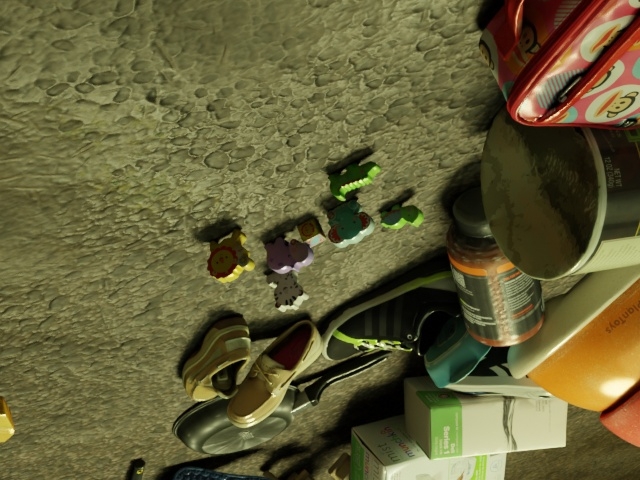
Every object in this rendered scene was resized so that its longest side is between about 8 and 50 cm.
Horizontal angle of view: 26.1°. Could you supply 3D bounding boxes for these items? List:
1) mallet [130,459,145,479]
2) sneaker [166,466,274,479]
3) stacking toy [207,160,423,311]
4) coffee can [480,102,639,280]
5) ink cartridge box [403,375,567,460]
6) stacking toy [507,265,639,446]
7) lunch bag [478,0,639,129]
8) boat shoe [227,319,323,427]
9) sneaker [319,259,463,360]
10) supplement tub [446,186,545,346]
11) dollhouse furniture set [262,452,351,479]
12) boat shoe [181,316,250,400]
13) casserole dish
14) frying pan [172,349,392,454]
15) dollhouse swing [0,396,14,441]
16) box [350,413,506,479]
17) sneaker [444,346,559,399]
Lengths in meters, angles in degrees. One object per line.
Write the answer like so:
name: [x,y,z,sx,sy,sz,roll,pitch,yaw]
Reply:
mallet: [-0.299,0.389,2.141,0.062,0.039,0.190,-13,150,-14]
sneaker: [-0.140,0.418,2.212,0.232,0.081,0.090,20,152,-15]
stacking toy: [0.000,0.000,1.560,0.221,0.052,0.167,-29,155,13]
coffee can: [0.345,-0.071,1.517,0.275,0.202,0.201,-8,152,-29]
ink cartridge box: [0.254,0.265,2.135,0.219,0.093,0.160,-4,-169,-10]
stacking toy: [0.513,0.209,1.815,0.350,0.480,0.350,-40,172,-7]
lunch bag: [0.288,-0.226,1.270,0.258,0.120,0.293,0,146,-33]
boat shoe: [-0.063,0.167,1.796,0.170,0.063,0.059,-49,153,-24]
sneaker: [0.099,0.114,1.821,0.234,0.097,0.084,-34,153,24]
supplement tub: [0.212,0.029,1.680,0.106,0.106,0.198,-20,131,-4]
dollhouse furniture set: [0.109,0.366,2.409,0.355,0.174,0.303,-47,133,-10]
boat shoe: [-0.133,0.173,1.778,0.068,0.072,0.190,-11,153,-23]
casserole dish: [0.181,0.117,1.850,0.037,0.188,0.114,38,118,-18]
frying pan: [-0.058,0.253,2.046,0.326,0.053,0.197,-10,154,-18]
dollhouse swing: [-0.534,0.329,1.533,0.305,0.315,0.347,27,129,-33]
box: [0.173,0.418,2.258,0.231,0.127,0.262,-12,120,-22]
sneaker: [0.283,0.164,2.016,0.216,0.121,0.079,0,161,30]
